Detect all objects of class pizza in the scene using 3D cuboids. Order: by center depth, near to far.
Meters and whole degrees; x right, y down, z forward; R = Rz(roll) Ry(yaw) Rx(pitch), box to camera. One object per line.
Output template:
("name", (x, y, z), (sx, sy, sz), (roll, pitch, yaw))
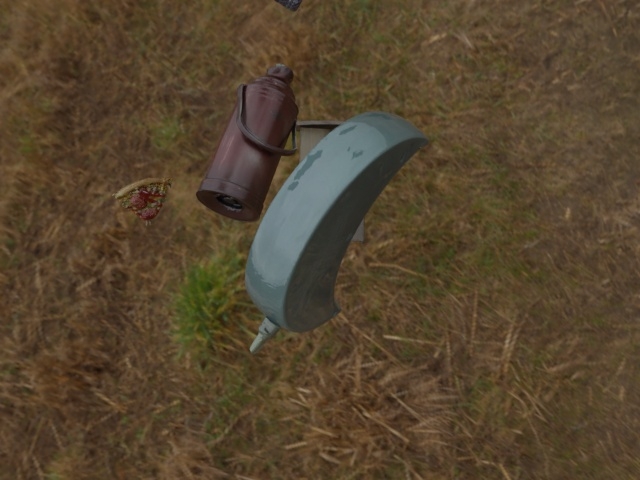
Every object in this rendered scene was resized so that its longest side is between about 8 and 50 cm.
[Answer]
("pizza", (-0.302, -0.079, 1.416), (0.099, 0.100, 0.029), (-39, 47, 3))

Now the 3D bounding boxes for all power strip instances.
("power strip", (0.000, 0.000, 0.729), (0.054, 0.167, 0.253), (38, 116, 22))

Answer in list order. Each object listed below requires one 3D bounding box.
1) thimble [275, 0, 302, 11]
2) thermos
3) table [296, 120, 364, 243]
("thimble", (-0.056, -0.540, 1.674), (0.104, 0.066, 0.095), (-62, 10, 4))
("thermos", (-0.094, -0.148, 1.127), (0.124, 0.098, 0.232), (-15, 52, 57))
("table", (0.022, -0.109, 1.532), (0.167, 0.167, 0.227), (2, 92, 34))
